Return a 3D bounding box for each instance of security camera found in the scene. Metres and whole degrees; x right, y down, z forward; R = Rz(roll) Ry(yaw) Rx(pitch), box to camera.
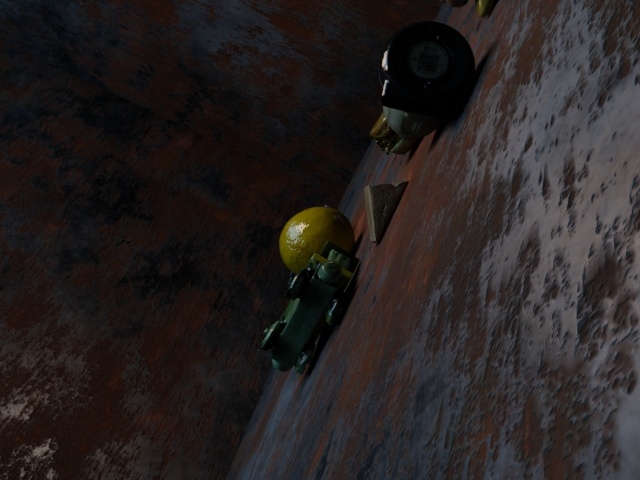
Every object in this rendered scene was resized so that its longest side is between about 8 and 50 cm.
[{"bbox_3d":[0.222,-0.336,1.403,0.277,0.197,0.191,80,-159,-79],"label":"security camera"}]

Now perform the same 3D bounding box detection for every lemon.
[{"bbox_3d":[0.000,0.000,2.064,0.219,0.240,0.240,-50,10,32],"label":"lemon"}]

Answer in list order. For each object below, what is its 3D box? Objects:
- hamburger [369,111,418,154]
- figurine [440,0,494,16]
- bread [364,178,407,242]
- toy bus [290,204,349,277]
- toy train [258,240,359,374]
[{"bbox_3d":[0.237,-0.343,1.772,0.215,0.122,0.189,-62,7,-36],"label":"hamburger"},{"bbox_3d":[0.312,-0.776,1.526,0.266,0.377,0.361,-70,4,-66],"label":"figurine"},{"bbox_3d":[0.170,-0.074,1.597,0.077,0.105,0.152,178,86,-87],"label":"bread"},{"bbox_3d":[-0.006,0.020,2.423,0.297,0.131,0.106,-62,-1,-23],"label":"toy bus"},{"bbox_3d":[-0.024,0.182,1.751,0.397,0.160,0.253,-63,-5,35],"label":"toy train"}]
